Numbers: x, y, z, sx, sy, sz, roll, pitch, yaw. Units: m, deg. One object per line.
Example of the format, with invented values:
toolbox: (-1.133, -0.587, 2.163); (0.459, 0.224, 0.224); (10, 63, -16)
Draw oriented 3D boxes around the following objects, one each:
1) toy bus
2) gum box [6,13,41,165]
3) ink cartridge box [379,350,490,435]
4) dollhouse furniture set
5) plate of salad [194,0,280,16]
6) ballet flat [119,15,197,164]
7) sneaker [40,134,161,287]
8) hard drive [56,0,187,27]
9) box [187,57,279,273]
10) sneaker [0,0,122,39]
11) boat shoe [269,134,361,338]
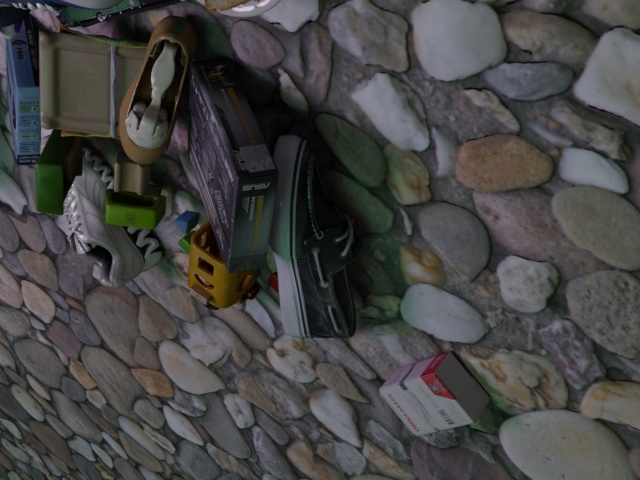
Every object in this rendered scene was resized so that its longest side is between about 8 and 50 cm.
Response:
toy bus: (-0.162, 0.055, 1.470); (0.191, 0.104, 0.202); (-8, 119, 47)
gum box: (-0.473, -0.238, 1.461); (0.184, 0.041, 0.157); (115, 143, -52)
ink cartridge box: (0.168, 0.230, 1.369); (0.099, 0.056, 0.135); (51, 142, -8)
dollhouse furniture set: (-0.317, -0.190, 1.390); (0.198, 0.151, 0.301); (7, 121, -4)
plate of salad: (-0.116, -0.335, 1.007); (0.200, 0.048, 0.199); (21, 136, 22)
ballet flat: (-0.230, -0.194, 1.254); (0.080, 0.073, 0.232); (15, 120, -11)
sneaker: (-0.397, -0.050, 1.579); (0.110, 0.118, 0.292); (-18, 111, 51)
hard drive: (-0.270, -0.405, 1.164); (0.339, 0.064, 0.237); (0, 125, 42)
box: (-0.122, -0.100, 1.224); (0.183, 0.056, 0.231); (100, 153, -48)
sneaker: (-0.374, -0.335, 1.190); (0.323, 0.130, 0.236); (31, 151, 9)
boat shoe: (0.000, 0.000, 1.280); (0.119, 0.121, 0.335); (3, 130, 12)
